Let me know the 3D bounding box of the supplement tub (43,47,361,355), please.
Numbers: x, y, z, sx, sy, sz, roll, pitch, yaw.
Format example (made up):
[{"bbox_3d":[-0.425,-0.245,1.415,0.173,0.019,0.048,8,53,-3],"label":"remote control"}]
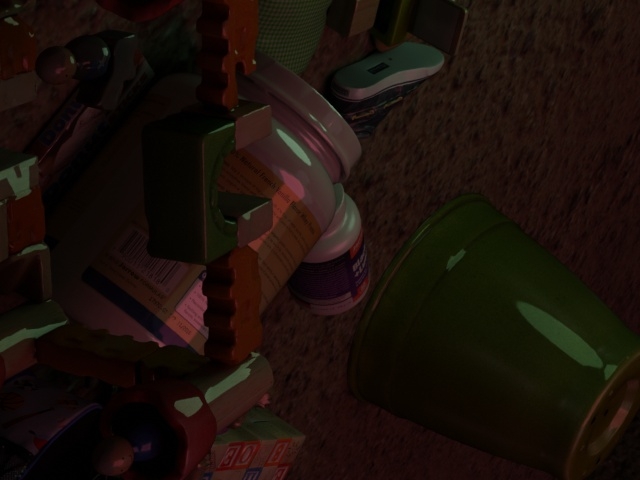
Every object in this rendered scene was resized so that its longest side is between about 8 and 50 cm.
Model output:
[{"bbox_3d":[-0.127,-0.022,1.671,0.316,0.228,0.228,-52,154,-12],"label":"supplement tub"}]

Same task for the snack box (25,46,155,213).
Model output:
[{"bbox_3d":[-0.229,-0.112,1.625,0.178,0.022,0.064,-53,156,-12],"label":"snack box"}]

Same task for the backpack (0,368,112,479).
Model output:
[{"bbox_3d":[-0.322,0.258,1.649,0.263,0.213,0.276,-42,157,-41],"label":"backpack"}]

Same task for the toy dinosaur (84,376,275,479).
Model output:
[{"bbox_3d":[-0.170,0.227,1.770,0.127,0.200,0.296,40,42,-42],"label":"toy dinosaur"}]

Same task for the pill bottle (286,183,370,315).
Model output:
[{"bbox_3d":[0.000,0.000,2.067,0.108,0.108,0.193,-48,153,-21],"label":"pill bottle"}]

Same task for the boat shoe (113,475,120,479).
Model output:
[{"bbox_3d":[-0.232,0.309,1.837,0.113,0.306,0.105,-90,-170,-62],"label":"boat shoe"}]

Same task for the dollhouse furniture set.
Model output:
[{"bbox_3d":[0.046,-0.251,1.818,0.301,0.151,0.198,-29,142,-46],"label":"dollhouse furniture set"}]

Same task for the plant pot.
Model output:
[{"bbox_3d":[0.291,0.173,2.505,0.366,0.353,0.366,-43,151,-31],"label":"plant pot"}]

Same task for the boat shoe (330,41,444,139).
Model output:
[{"bbox_3d":[0.074,-0.183,2.059,0.183,0.065,0.083,-24,140,-40],"label":"boat shoe"}]

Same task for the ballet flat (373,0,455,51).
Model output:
[{"bbox_3d":[0.140,-0.319,2.006,0.080,0.073,0.232,5,115,-62],"label":"ballet flat"}]

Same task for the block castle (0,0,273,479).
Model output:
[{"bbox_3d":[-0.207,-0.052,1.319,0.213,0.303,0.453,-31,126,-55],"label":"block castle"}]

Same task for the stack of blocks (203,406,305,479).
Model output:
[{"bbox_3d":[-0.154,0.306,2.154,0.171,0.087,0.297,-62,155,9],"label":"stack of blocks"}]

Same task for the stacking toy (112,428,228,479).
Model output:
[{"bbox_3d":[-0.226,0.265,1.940,0.330,0.141,0.141,-53,155,-1],"label":"stacking toy"}]
